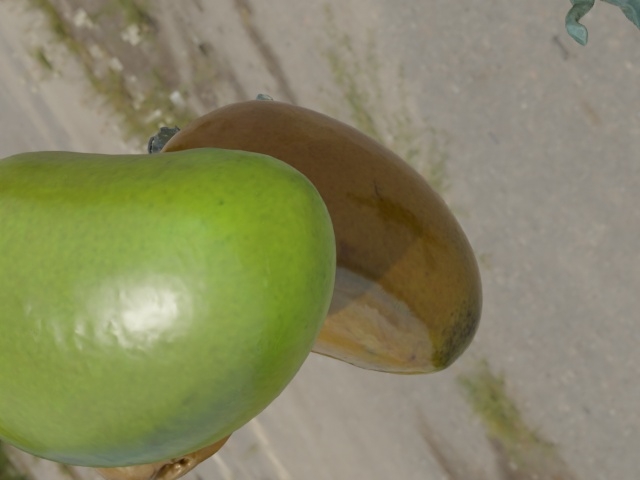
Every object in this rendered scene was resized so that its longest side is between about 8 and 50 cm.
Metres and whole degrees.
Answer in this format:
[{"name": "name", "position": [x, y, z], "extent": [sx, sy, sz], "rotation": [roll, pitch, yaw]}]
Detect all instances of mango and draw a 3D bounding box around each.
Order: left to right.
[{"name": "mango", "position": [-0.116, 0.040, 0.785], "extent": [0.273, 0.149, 0.186], "rotation": [2, 105, 32]}, {"name": "mango", "position": [0.000, 0.000, 1.444], "extent": [0.378, 0.264, 0.221], "rotation": [31, 135, 12]}]

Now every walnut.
[{"name": "walnut", "position": [-0.203, 0.205, 1.704], "extent": [0.167, 0.211, 0.087], "rotation": [58, 174, 24]}]

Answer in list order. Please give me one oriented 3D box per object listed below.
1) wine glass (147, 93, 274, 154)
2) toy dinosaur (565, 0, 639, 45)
[{"name": "wine glass", "position": [-0.121, -0.121, 1.822], "extent": [0.122, 0.183, 0.122], "rotation": [27, 131, 36]}, {"name": "toy dinosaur", "position": [0.349, -0.225, 1.321], "extent": [0.205, 0.392, 0.092], "rotation": [53, 141, 30]}]
